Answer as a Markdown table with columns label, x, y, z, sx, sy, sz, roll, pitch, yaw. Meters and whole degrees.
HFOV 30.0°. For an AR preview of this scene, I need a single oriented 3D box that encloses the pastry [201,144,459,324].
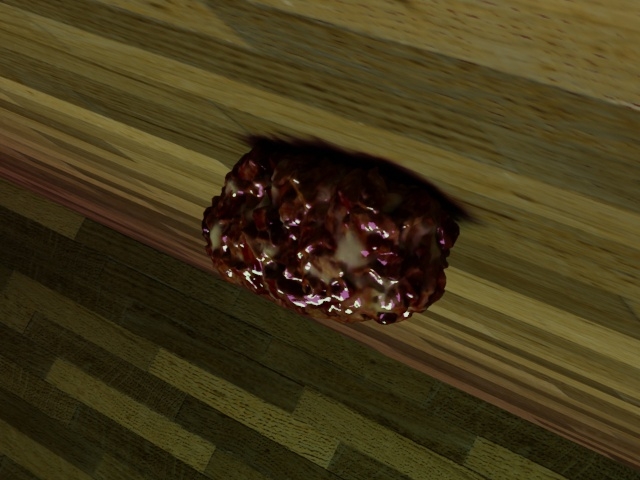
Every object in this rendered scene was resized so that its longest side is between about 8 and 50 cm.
| label | x | y | z | sx | sy | sz | roll | pitch | yaw |
| --- | --- | --- | --- | --- | --- | --- | --- | --- | --- |
| pastry | 0.002 | 0.000 | 0.760 | 0.115 | 0.097 | 0.208 | 19 | 177 | -33 |
